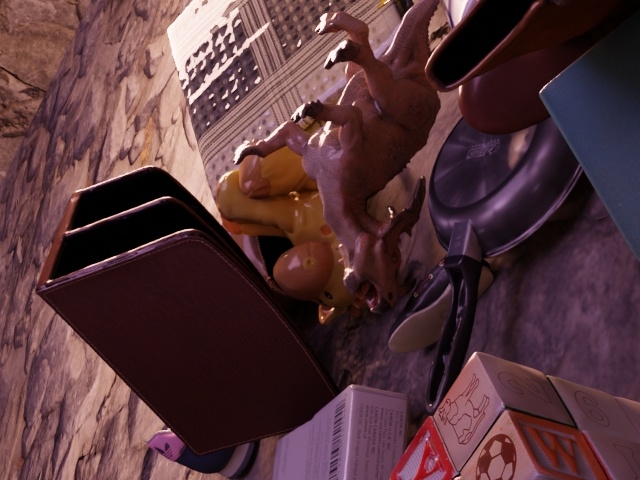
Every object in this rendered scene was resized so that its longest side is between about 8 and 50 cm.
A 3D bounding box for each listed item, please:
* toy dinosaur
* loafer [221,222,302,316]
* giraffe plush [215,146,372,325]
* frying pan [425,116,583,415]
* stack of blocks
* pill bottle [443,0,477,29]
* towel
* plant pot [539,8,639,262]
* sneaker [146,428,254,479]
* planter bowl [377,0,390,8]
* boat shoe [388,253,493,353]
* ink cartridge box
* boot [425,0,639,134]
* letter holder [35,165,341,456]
[{"bbox_3d":[0.058,-0.098,1.114,0.295,0.200,0.127,-59,22,-2],"label":"toy dinosaur"},{"bbox_3d":[-0.048,-0.066,1.439,0.130,0.134,0.365,-25,62,52],"label":"loafer"},{"bbox_3d":[0.000,0.000,1.256,0.181,0.210,0.170,92,168,-72],"label":"giraffe plush"},{"bbox_3d":[0.131,-0.019,1.054,0.326,0.053,0.197,-57,26,-1],"label":"frying pan"},{"bbox_3d":[0.172,0.185,0.610,0.171,0.297,0.087,-60,26,23],"label":"stack of blocks"},{"bbox_3d":[0.172,-0.221,1.077,0.112,0.112,0.186,-60,14,23],"label":"pill bottle"},{"bbox_3d":[-0.039,-0.241,1.384,0.324,0.056,0.312,-38,51,25],"label":"towel"},{"bbox_3d":[0.278,-0.031,0.661,0.165,0.166,0.234,-40,67,48],"label":"plant pot"},{"bbox_3d":[-0.148,0.139,1.479,0.112,0.131,0.319,-47,35,44],"label":"sneaker"},{"bbox_3d":[0.119,-0.336,1.170,0.217,0.090,0.217,-37,9,7],"label":"planter bowl"},{"bbox_3d":[0.111,0.058,1.108,0.133,0.049,0.042,-49,37,27],"label":"boat shoe"},{"bbox_3d":[0.003,0.316,1.136,0.261,0.066,0.296,131,149,-63],"label":"ink cartridge box"},{"bbox_3d":[0.138,-0.123,0.698,0.264,0.096,0.280,-35,2,36],"label":"boot"},{"bbox_3d":[-0.115,0.068,1.252,0.214,0.302,0.152,-19,38,24],"label":"letter holder"}]
